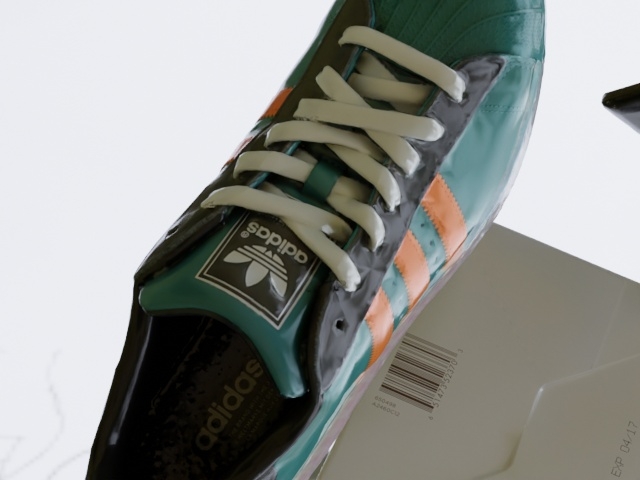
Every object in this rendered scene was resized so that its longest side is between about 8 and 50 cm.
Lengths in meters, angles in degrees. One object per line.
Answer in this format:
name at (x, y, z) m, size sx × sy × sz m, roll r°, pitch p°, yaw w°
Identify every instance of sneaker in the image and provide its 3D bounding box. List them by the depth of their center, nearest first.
sneaker at (0.000, 0.000, 0.595) m, size 0.108 × 0.121 × 0.302 m, roll 28°, pitch -83°, yaw 12°

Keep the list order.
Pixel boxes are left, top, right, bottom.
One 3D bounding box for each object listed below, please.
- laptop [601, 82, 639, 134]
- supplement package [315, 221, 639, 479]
laptop at (0.486, -0.179, 1.152) m, size 0.382 × 0.408 × 0.236 m, roll -16°, pitch -118°, yaw 38°
supplement package at (0.115, 0.148, 0.932) m, size 0.204 × 0.145 × 0.261 m, roll 23°, pitch -121°, yaw 8°
